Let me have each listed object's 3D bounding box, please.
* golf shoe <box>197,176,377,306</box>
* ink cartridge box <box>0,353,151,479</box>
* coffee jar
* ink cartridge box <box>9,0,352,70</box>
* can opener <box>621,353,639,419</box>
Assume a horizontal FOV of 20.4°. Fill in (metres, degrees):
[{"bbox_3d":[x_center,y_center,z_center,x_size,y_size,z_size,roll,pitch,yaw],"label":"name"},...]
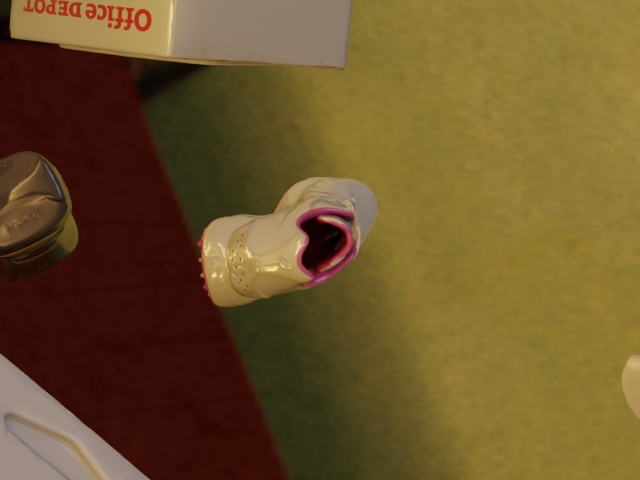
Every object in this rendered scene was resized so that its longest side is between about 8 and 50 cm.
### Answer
[{"bbox_3d":[0.000,0.000,1.917,0.140,0.306,0.115,-5,104,33],"label":"golf shoe"},{"bbox_3d":[-0.088,0.081,0.338,0.088,0.052,0.122,40,116,-9],"label":"ink cartridge box"},{"bbox_3d":[-0.270,-0.020,1.598,0.096,0.184,0.079,-27,83,-10],"label":"coffee jar"},{"bbox_3d":[-0.064,-0.177,0.890,0.128,0.127,0.176,13,100,43],"label":"ink cartridge box"},{"bbox_3d":[0.263,0.088,0.831,0.280,0.074,0.093,12,54,47],"label":"can opener"}]
